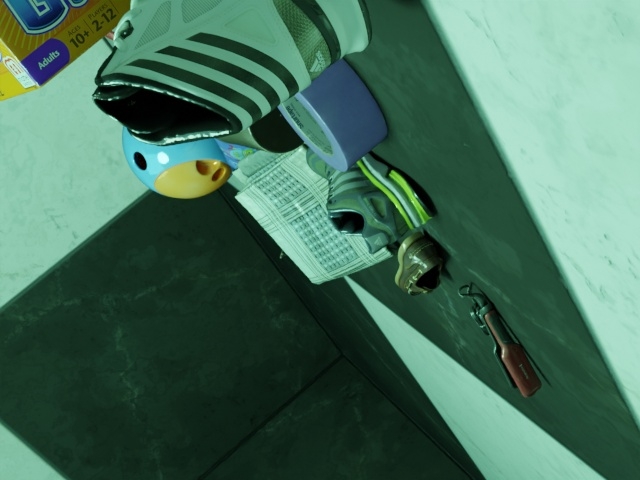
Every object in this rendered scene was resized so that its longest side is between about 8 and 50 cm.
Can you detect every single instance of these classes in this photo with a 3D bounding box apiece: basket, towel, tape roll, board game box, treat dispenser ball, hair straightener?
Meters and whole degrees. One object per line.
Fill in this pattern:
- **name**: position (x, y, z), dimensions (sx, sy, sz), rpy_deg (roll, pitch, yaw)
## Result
- **basket**: position (-0.115, -0.234, 1.510), dimensions (0.204, 0.154, 0.227), rpy_deg (54, 167, -33)
- **towel**: position (-0.029, -0.058, 1.758), dimensions (0.324, 0.056, 0.312), rpy_deg (52, 149, -9)
- **tape roll**: position (0.006, -0.196, 1.260), dimensions (0.189, 0.080, 0.189), rpy_deg (49, 172, 9)
- **board game box**: position (-0.540, -0.493, 1.528), dimensions (0.357, 0.356, 0.356), rpy_deg (2, 135, 53)
- **treat dispenser ball**: position (-0.325, -0.242, 2.074), dimensions (0.288, 0.288, 0.288), rpy_deg (49, 172, 10)
- **hair straightener**: position (0.289, 0.164, 1.472), dimensions (0.230, 0.047, 0.089), rpy_deg (53, 171, -19)

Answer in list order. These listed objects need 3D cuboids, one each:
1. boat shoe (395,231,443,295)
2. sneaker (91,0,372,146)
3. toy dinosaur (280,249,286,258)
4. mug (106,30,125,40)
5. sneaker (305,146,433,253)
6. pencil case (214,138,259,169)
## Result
- **boat shoe**: position (0.175, 0.059, 1.517), dimensions (0.073, 0.073, 0.207), rpy_deg (49, 172, 21)
- **sneaker**: position (-0.180, -0.270, 0.929), dimensions (0.447, 0.257, 0.169), rpy_deg (43, 167, 32)
- **toy dinosaur**: position (0.000, 0.000, 2.005), dimensions (0.160, 0.120, 0.313), rpy_deg (18, -172, -3)
- **mug**: position (-0.385, -0.467, 1.912), dimensions (0.169, 0.150, 0.113), rpy_deg (41, 175, 26)
- **sneaker**: position (0.047, -0.081, 1.403), dimensions (0.300, 0.121, 0.111), rpy_deg (39, 166, 52)
- **pencil case**: position (-0.170, -0.258, 1.786), dimensions (0.133, 0.119, 0.306), rpy_deg (6, 157, 12)
